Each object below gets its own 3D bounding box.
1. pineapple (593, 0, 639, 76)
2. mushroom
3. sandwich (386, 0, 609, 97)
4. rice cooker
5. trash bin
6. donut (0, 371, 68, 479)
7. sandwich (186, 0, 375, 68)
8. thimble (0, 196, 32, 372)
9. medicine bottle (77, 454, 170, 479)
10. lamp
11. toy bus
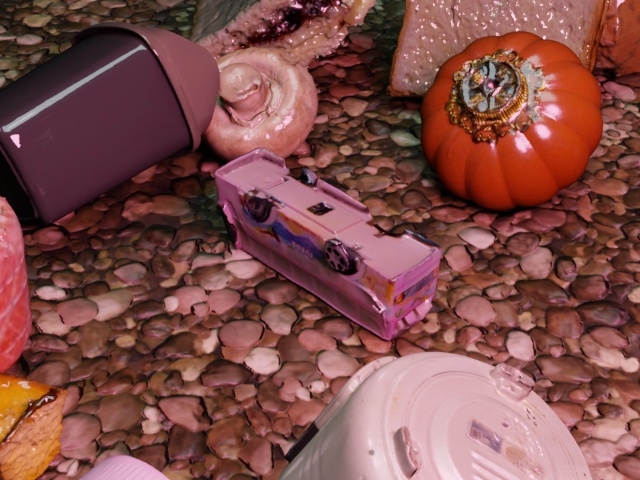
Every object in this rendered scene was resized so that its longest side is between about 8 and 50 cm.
[{"bbox_3d":[0.383,-0.374,1.628,0.202,0.202,0.362,-20,35,-24],"label":"pineapple"},{"bbox_3d":[-0.085,-0.175,1.401,0.166,0.127,0.166,-2,63,5],"label":"mushroom"},{"bbox_3d":[0.241,-0.295,1.471,0.273,0.249,0.095,12,24,13],"label":"sandwich"},{"bbox_3d":[0.072,0.216,0.829,0.226,0.244,0.226,18,41,-16],"label":"rice cooker"},{"bbox_3d":[-0.278,-0.149,1.325,0.290,0.182,0.209,-37,29,-31],"label":"trash bin"},{"bbox_3d":[-0.358,0.198,0.962,0.152,0.101,0.259,23,44,27],"label":"donut"},{"bbox_3d":[-0.031,-0.357,1.525,0.325,0.131,0.262,-30,31,25],"label":"sandwich"},{"bbox_3d":[-0.416,0.054,1.102,0.239,0.162,0.239,1,41,-1],"label":"thimble"},{"bbox_3d":[-0.207,0.294,0.791,0.165,0.165,0.273,27,44,30],"label":"medicine bottle"},{"bbox_3d":[0.229,-0.144,1.324,0.223,0.196,0.223,-8,69,22],"label":"lamp"},{"bbox_3d":[0.000,0.000,1.205,0.274,0.112,0.090,31,48,33],"label":"toy bus"}]
